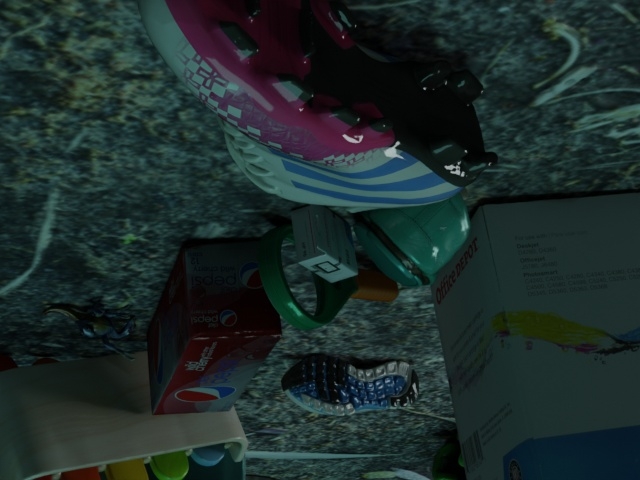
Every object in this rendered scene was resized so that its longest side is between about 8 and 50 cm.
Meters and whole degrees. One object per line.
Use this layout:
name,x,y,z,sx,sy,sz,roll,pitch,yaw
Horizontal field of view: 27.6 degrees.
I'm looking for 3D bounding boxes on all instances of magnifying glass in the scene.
magnifying glass,0.011,0.036,1.160,0.026,0.092,0.231,-22,165,26

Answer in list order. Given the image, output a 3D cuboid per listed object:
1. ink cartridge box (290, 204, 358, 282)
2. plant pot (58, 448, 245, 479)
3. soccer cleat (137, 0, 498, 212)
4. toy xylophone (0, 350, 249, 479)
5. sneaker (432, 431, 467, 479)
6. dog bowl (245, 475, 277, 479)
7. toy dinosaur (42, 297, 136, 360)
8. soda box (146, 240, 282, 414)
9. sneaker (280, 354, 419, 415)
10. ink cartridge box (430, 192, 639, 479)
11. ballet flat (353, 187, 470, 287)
ink cartridge box,0.000,0.000,1.091,0.028,0.048,0.083,-17,157,20
plant pot,-0.246,0.307,1.534,0.196,0.293,0.293,12,168,25
soccer cleat,-0.020,-0.077,0.790,0.143,0.116,0.331,-21,156,30
toy xylophone,-0.205,0.211,1.325,0.323,0.236,0.081,4,144,-31
sneaker,0.233,0.353,2.022,0.146,0.134,0.343,3,149,-9
dog bowl,-0.229,0.483,2.191,0.349,0.102,0.349,-7,158,-3
toy dinosaur,-0.211,0.077,1.258,0.090,0.047,0.082,25,170,7
soda box,-0.106,0.090,1.225,0.083,0.092,0.263,-1,158,-15
sneaker,0.023,0.180,1.546,0.191,0.071,0.083,10,159,-38
ink cartridge box,0.233,0.117,1.173,0.197,0.270,0.198,-5,159,-11
ballet flat,0.080,-0.011,1.027,0.087,0.083,0.247,-42,179,-2
